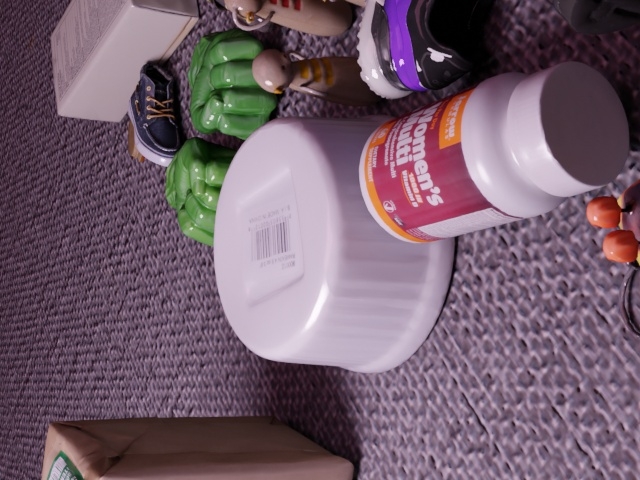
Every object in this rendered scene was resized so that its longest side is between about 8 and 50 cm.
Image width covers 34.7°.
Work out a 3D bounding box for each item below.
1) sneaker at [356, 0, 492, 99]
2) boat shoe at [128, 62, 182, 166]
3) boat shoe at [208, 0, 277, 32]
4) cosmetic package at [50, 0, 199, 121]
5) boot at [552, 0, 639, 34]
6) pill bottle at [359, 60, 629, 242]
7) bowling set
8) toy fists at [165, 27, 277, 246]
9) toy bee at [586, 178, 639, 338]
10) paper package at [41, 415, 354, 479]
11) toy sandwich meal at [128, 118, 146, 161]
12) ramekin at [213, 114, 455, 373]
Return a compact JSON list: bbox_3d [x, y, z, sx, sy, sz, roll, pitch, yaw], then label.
[{"bbox_3d":[0.116,-0.284,0.959,0.146,0.102,0.293,2,94,53],"label":"sneaker"},{"bbox_3d":[-0.240,-0.187,1.506,0.183,0.065,0.083,58,137,44],"label":"boat shoe"},{"bbox_3d":[-0.119,-0.329,1.322,0.228,0.081,0.068,38,115,48],"label":"boat shoe"},{"bbox_3d":[-0.311,-0.329,1.587,0.309,0.113,0.160,-37,57,50],"label":"cosmetic package"},{"bbox_3d":[0.236,-0.348,0.734,0.348,0.131,0.260,-53,52,26],"label":"boot"},{"bbox_3d":[0.141,-0.072,0.869,0.221,0.121,0.121,-17,73,55],"label":"pill bottle"},{"bbox_3d":[-0.007,-0.299,1.083,0.199,0.154,0.287,-59,43,36],"label":"bowling set"},{"bbox_3d":[-0.129,-0.131,1.310,0.142,0.096,0.279,34,114,51],"label":"toy fists"},{"bbox_3d":[0.261,-0.016,0.648,0.195,0.162,0.298,52,129,43],"label":"toy bee"},{"bbox_3d":[-0.146,0.366,1.095,0.168,0.310,0.324,18,101,56],"label":"paper package"},{"bbox_3d":[-0.280,-0.164,1.601,0.085,0.029,0.085,-179,90,-70],"label":"toy sandwich meal"},{"bbox_3d":[0.000,0.000,1.065,0.277,0.135,0.277,-9,80,56],"label":"ramekin"}]
